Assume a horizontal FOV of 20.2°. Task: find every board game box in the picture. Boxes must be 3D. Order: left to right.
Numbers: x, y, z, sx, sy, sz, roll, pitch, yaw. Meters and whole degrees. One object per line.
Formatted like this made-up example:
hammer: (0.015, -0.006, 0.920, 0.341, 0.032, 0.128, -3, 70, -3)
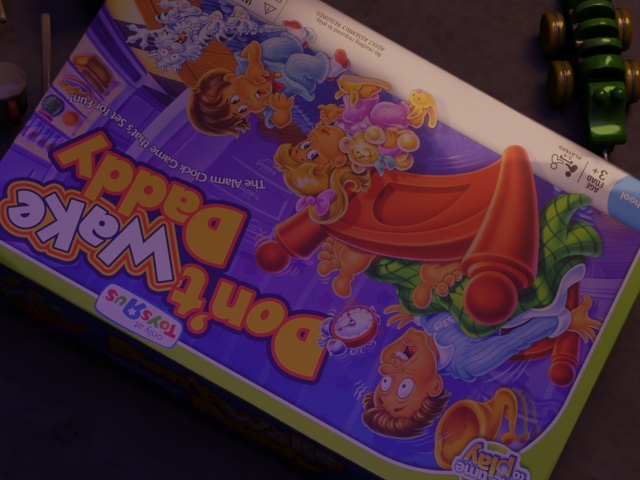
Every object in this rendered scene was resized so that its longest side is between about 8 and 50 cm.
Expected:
board game box: (0.000, 0.000, 1.030, 0.347, 0.078, 0.233, 29, 69, 0)

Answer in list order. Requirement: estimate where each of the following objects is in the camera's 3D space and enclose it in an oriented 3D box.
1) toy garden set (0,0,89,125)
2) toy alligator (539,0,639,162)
toy garden set: (-0.141, -0.135, 1.137, 0.203, 0.049, 0.244, -14, 67, -14)
toy alligator: (0.178, -0.100, 1.145, 0.056, 0.051, 0.190, -2, 64, -6)
